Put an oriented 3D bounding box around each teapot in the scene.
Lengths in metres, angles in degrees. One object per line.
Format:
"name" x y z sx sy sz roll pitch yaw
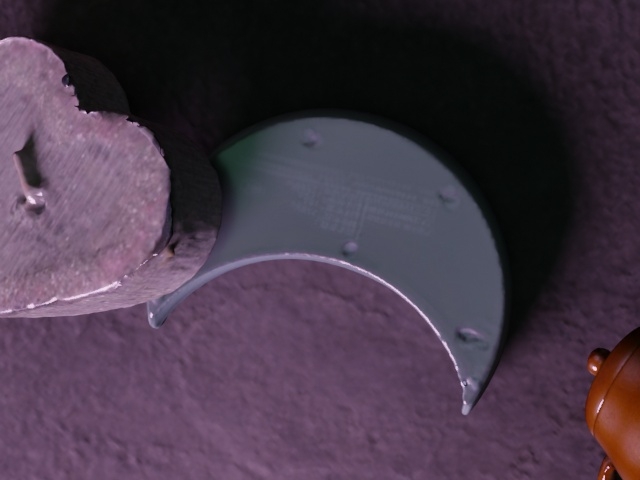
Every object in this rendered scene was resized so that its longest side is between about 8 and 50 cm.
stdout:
"teapot" 0.203 0.100 0.780 0.116 0.116 0.173 15 124 6

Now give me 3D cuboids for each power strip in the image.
"power strip" 0.000 0.000 0.817 0.253 0.054 0.167 17 95 5

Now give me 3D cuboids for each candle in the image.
"candle" -0.157 -0.021 0.798 0.192 0.068 0.168 42 107 27
